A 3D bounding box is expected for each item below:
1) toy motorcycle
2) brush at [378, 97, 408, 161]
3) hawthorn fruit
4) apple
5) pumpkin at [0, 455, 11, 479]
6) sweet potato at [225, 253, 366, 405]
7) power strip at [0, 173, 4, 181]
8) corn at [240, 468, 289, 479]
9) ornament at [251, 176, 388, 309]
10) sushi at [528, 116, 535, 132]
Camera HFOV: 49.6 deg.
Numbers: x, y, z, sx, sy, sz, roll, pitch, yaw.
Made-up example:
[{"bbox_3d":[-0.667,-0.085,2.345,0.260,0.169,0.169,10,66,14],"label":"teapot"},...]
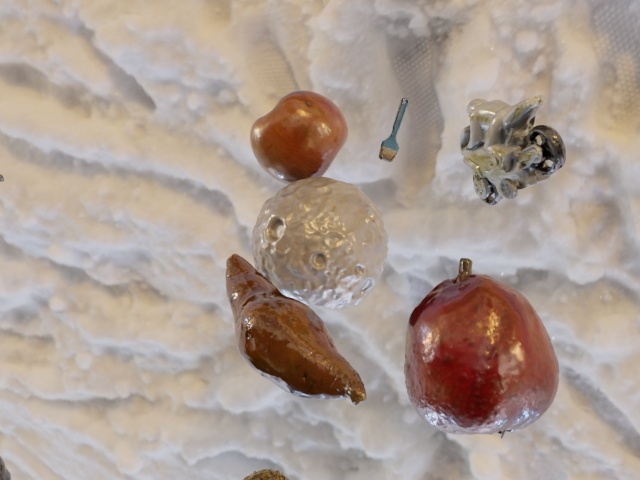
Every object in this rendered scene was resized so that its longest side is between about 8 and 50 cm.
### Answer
[{"bbox_3d":[0.246,-0.130,0.934,0.228,0.074,0.151,133,116,-76],"label":"toy motorcycle"},{"bbox_3d":[0.187,-0.277,1.735,0.014,0.051,0.164,28,103,57],"label":"brush"},{"bbox_3d":[0.270,0.182,1.201,0.265,0.265,0.307,-6,89,33],"label":"hawthorn fruit"},{"bbox_3d":[-0.060,-0.273,1.814,0.253,0.253,0.253,15,126,22],"label":"apple"},{"bbox_3d":[-0.613,0.377,1.010,0.323,0.241,0.323,13,126,19],"label":"pumpkin"},{"bbox_3d":[-0.057,0.127,0.932,0.359,0.112,0.112,31,137,48],"label":"sweet potato"},{"bbox_3d":[-0.371,-0.064,0.603,0.075,0.175,0.042,-27,65,57],"label":"power strip"},{"bbox_3d":[-0.169,0.506,1.233,0.115,0.318,0.115,19,118,40],"label":"corn"},{"bbox_3d":[0.000,0.000,1.679,0.337,0.337,0.337,15,126,22],"label":"ornament"},{"bbox_3d":[0.421,-0.229,1.588,0.120,0.026,0.126,9,97,6],"label":"sushi"}]
